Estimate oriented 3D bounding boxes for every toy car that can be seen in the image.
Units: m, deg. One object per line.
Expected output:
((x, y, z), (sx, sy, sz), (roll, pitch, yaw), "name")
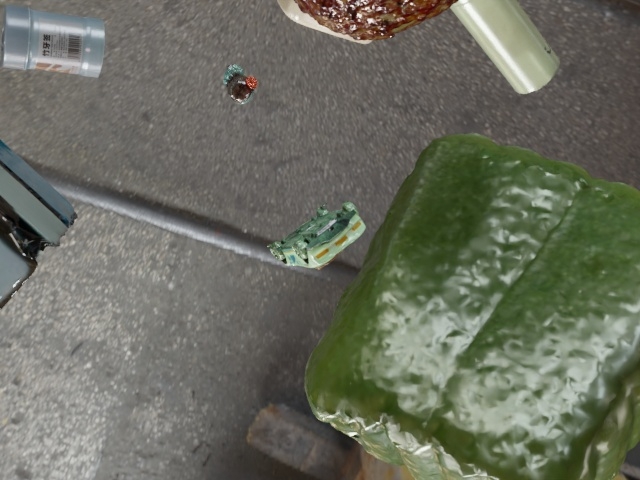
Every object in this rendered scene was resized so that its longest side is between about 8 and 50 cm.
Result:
((0.000, 0.000, 1.046), (0.093, 0.186, 0.058), (-40, 100, -14), "toy car")

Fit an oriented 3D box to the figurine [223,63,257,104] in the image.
((-0.148, -0.289, 1.574), (0.047, 0.106, 0.060), (32, 107, -36), "figurine")

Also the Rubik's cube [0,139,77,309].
((-0.236, 0.001, 0.396), (0.180, 0.183, 0.167), (-46, 105, -1), "Rubik's cube")

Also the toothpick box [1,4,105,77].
((-0.440, -0.325, 1.420), (0.153, 0.101, 0.101), (3, 112, -24), "toothpick box")

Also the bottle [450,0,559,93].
((0.231, -0.283, 1.125), (0.072, 0.072, 0.201), (-40, 122, 12), "bottle")

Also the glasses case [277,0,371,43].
((-0.024, -0.399, 1.148), (0.144, 0.336, 0.076), (7, 133, -38), "glasses case")

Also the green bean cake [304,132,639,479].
((0.121, 0.062, 0.588), (0.248, 0.222, 0.125), (-50, 148, -21), "green bean cake")

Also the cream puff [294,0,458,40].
((0.053, -0.169, 0.481), (0.149, 0.149, 0.084), (-38, 96, 11), "cream puff")
